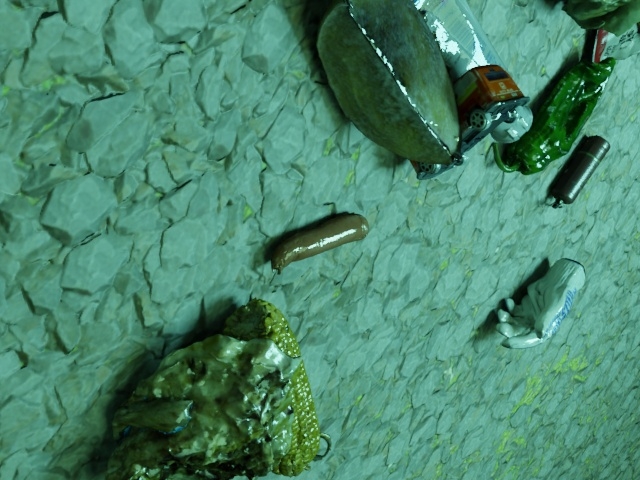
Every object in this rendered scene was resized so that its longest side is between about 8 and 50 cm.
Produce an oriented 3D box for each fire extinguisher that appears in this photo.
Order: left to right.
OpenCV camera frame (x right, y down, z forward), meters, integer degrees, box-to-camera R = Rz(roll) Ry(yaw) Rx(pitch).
[{"bbox_3d":[0.448,-0.109,1.460,0.157,0.045,0.078,-55,164,-8],"label":"fire extinguisher"}]

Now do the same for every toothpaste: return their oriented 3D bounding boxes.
[{"bbox_3d":[0.186,-0.227,1.071,0.114,0.073,0.299,-51,135,2],"label":"toothpaste"}]

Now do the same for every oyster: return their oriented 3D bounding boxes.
[{"bbox_3d":[-0.125,0.206,0.934,0.214,0.083,0.223,8,112,-23],"label":"oyster"}]

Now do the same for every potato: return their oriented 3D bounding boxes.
[{"bbox_3d":[0.068,-0.202,0.951,0.261,0.100,0.120,49,46,-36],"label":"potato"}]

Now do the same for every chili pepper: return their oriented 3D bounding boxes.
[{"bbox_3d":[0.369,-0.188,1.294,0.257,0.074,0.100,-52,141,-13],"label":"chili pepper"}]

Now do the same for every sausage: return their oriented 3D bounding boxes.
[{"bbox_3d":[0.000,0.000,1.031,0.158,0.036,0.042,-24,96,-38],"label":"sausage"}]

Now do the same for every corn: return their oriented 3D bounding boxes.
[{"bbox_3d":[-0.058,0.194,1.045,0.106,0.106,0.293,-37,138,-26],"label":"corn"}]

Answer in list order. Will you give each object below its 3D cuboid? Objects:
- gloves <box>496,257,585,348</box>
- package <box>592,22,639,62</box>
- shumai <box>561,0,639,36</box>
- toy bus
[{"bbox_3d":[0.402,0.121,1.508,0.229,0.119,0.097,-34,99,-26],"label":"gloves"},{"bbox_3d":[0.518,-0.367,1.373,0.239,0.030,0.154,-31,136,-33],"label":"package"},{"bbox_3d":[0.413,-0.369,1.119,0.255,0.189,0.218,-32,146,-2],"label":"shumai"},{"bbox_3d":[0.173,-0.147,1.044,0.079,0.077,0.174,-18,164,-40],"label":"toy bus"}]
